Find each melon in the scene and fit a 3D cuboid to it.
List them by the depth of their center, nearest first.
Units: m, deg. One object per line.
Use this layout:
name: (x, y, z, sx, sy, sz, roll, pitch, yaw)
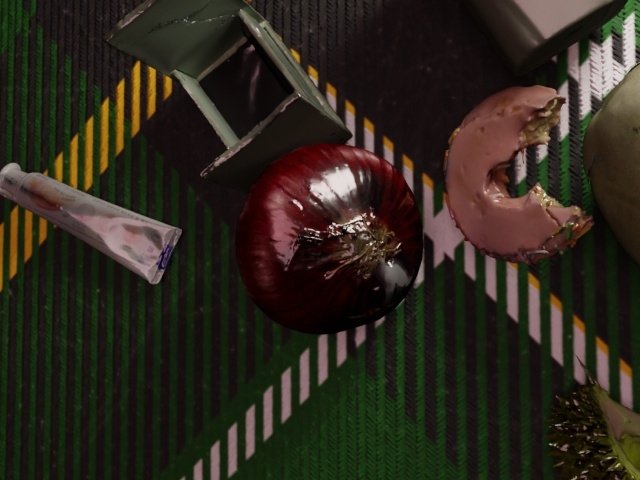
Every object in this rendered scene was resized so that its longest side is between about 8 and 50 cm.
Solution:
melon: (0.462, -0.082, 0.863, 0.268, 0.268, 0.330, -33, 67, 12)

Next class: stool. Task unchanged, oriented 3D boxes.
stool: (-0.115, -0.209, 1.033, 0.170, 0.269, 0.244, -39, 77, 11)

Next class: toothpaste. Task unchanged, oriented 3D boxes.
toothpaste: (-0.384, -0.038, 1.213, 0.323, 0.066, 0.100, 25, 89, 11)

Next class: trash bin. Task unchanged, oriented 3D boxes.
trash bin: (0.264, -0.369, 0.966, 0.219, 0.219, 0.250, -31, 85, 14)

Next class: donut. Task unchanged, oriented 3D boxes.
donut: (0.258, -0.080, 0.983, 0.199, 0.085, 0.233, -17, 78, 47)

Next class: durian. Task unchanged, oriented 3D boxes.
durian: (0.445, 0.312, 0.924, 0.351, 0.158, 0.169, 24, 61, 26)

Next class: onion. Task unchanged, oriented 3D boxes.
onion: (0.000, 0.000, 1.028, 0.273, 0.285, 0.273, 1, 89, -27)
